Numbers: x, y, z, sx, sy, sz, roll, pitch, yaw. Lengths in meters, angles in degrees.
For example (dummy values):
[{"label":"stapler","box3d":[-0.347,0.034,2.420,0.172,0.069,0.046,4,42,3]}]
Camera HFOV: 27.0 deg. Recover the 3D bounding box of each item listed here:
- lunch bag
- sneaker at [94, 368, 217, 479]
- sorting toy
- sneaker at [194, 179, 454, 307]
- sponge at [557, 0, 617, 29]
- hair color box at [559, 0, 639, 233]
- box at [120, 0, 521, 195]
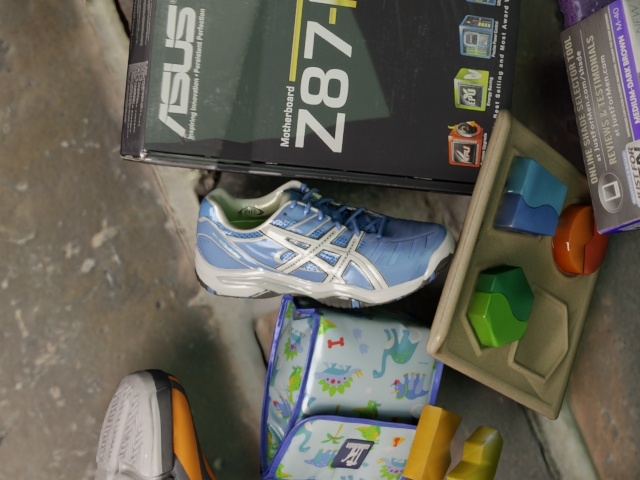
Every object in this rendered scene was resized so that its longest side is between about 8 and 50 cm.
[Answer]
[{"label":"lunch bag","box3d":[0.024,0.131,1.096,0.128,0.096,0.151,10,97,-23]},{"label":"sneaker","box3d":[-0.072,0.250,1.042,0.180,0.124,0.321,-7,98,-26]},{"label":"sorting toy","box3d":[0.169,0.072,1.122,0.229,0.041,0.307,32,72,-48]},{"label":"sneaker","box3d":[0.000,0.000,1.052,0.211,0.080,0.081,-2,124,6]},{"label":"sponge","box3d":[0.286,-0.203,1.256,0.117,0.031,0.210,-14,91,-21]},{"label":"hair color box","box3d":[0.393,-0.120,1.180,0.338,0.110,0.185,-7,83,-22]},{"label":"box","box3d":[0.013,-0.245,1.094,0.318,0.097,0.395,5,93,-20]}]
